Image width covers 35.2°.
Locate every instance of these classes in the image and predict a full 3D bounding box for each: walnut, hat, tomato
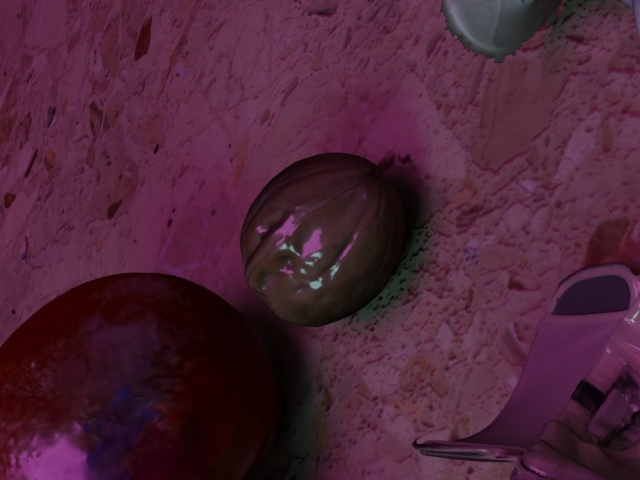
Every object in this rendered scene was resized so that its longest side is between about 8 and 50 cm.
[{"bbox_3d":[0.001,0.000,0.888,0.162,0.140,0.140,-53,45,44],"label":"walnut"},{"bbox_3d":[0.181,0.116,0.640,0.164,0.219,0.226,42,153,13],"label":"hat"},{"bbox_3d":[-0.194,0.164,0.917,0.335,0.289,0.176,-54,-12,-26],"label":"tomato"}]

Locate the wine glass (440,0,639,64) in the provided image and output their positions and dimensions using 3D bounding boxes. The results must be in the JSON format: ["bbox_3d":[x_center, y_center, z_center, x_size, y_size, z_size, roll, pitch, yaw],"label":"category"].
[{"bbox_3d":[0.225,-0.157,0.633,0.321,0.143,0.143,26,103,49],"label":"wine glass"}]
